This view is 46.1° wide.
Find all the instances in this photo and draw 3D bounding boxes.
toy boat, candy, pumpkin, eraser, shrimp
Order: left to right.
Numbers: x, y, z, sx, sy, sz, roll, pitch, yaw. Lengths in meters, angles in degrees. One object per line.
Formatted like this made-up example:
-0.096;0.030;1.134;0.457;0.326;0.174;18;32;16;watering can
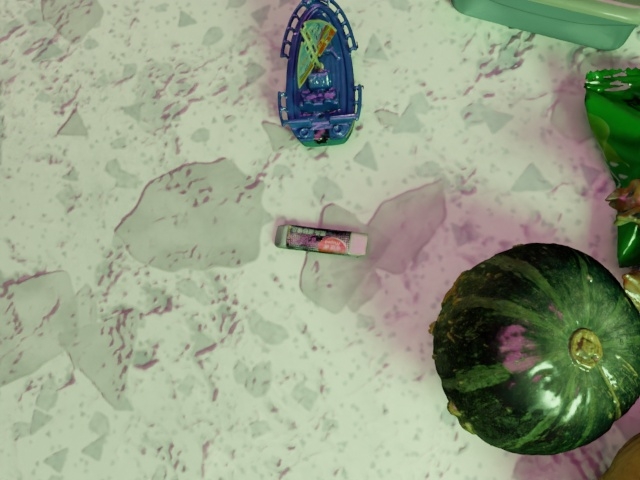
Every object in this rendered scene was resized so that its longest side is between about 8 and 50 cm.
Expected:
-0.003;-0.192;0.773;0.091;0.110;0.175;-3;76;8;toy boat
0.000;0.000;0.779;0.099;0.019;0.027;7;79;10;eraser
0.190;0.094;0.660;0.190;0.146;0.190;11;66;-25;pumpkin
0.331;-0.073;0.711;0.141;0.078;0.203;-12;82;7;candy
0.307;0.012;0.639;0.188;0.052;0.132;22;74;-24;shrimp

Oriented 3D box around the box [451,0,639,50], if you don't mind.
0.235;-0.291;0.744;0.227;0.130;0.162;19;82;12;box

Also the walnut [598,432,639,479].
0.327;0.247;0.594;0.226;0.193;0.193;14;81;19;walnut
